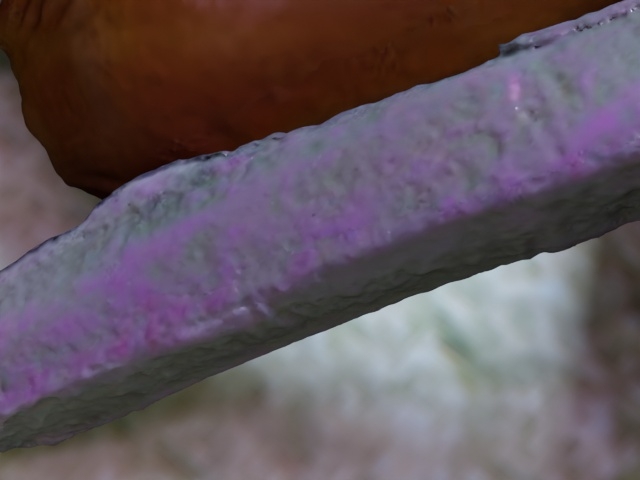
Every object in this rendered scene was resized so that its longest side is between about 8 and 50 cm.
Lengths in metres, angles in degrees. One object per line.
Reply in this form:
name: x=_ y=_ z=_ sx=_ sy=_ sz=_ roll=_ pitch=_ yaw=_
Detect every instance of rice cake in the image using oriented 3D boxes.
rice cake: x=0.000 y=0.000 z=0.412 sx=0.207 sy=0.036 sz=0.047 roll=-21 pitch=49 yaw=22

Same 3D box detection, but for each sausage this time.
sausage: x=0.063 y=-0.093 z=0.465 sx=0.300 sy=0.083 sz=0.089 roll=-23 pitch=100 yaw=-10

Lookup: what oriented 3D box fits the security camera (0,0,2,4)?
security camera: x=-0.099 y=-0.059 z=0.478 sx=0.058 sy=0.058 sz=0.092 roll=32 pitch=59 yaw=13
